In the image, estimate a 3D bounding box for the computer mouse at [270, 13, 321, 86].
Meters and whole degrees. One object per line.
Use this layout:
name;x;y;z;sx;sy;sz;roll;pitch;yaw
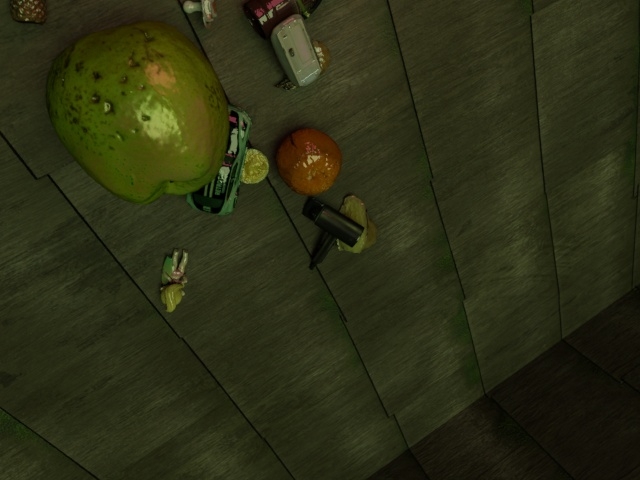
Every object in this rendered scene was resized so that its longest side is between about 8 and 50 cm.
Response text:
computer mouse;-0.060;-0.484;1.279;0.102;0.045;0.199;-36;146;-2

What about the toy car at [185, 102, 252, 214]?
toy car;-0.272;-0.201;1.310;0.136;0.125;0.305;14;113;-6

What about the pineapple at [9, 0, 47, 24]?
pineapple;-0.601;-0.529;1.021;0.074;0.074;0.159;-4;110;-26

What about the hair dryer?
hair dryer;0.000;0.000;1.620;0.196;0.078;0.248;32;124;-1

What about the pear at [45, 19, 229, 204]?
pear;-0.372;-0.264;1.090;0.391;0.391;0.390;-13;121;-22

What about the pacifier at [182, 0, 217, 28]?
pacifier;-0.286;-0.550;1.175;0.078;0.081;0.099;1;119;3

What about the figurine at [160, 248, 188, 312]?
figurine;-0.429;0.116;1.465;0.083;0.083;0.187;12;101;-32

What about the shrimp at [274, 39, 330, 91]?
shrimp;-0.051;-0.470;1.355;0.180;0.041;0.099;-38;126;-4

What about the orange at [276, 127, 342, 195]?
orange;-0.032;-0.227;1.427;0.193;0.161;0.193;-14;133;-15

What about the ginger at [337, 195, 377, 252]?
ginger;0.134;-0.060;1.657;0.123;0.115;0.193;-20;119;-43

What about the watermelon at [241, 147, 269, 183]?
watermelon;-0.197;-0.214;1.404;0.106;0.062;0.105;-3;118;-6

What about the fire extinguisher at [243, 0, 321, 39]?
fire extinguisher;-0.024;-0.630;1.251;0.341;0.105;0.141;-37;162;-6
